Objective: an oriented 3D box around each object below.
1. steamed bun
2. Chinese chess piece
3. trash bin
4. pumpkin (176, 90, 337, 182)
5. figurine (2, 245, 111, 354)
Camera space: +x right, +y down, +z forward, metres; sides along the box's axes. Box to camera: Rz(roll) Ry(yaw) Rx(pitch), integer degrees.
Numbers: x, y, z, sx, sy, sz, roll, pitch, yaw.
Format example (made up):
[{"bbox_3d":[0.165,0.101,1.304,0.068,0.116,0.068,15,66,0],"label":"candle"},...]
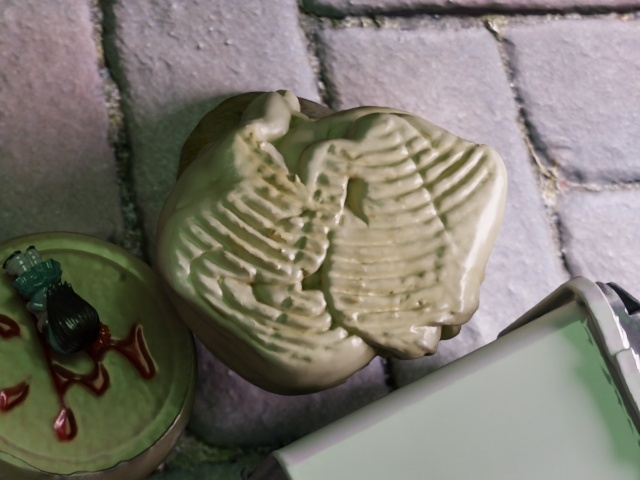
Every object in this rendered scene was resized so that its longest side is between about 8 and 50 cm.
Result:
[{"bbox_3d":[0.003,0.002,1.560,0.276,0.203,0.289,39,70,-6],"label":"steamed bun"},{"bbox_3d":[-0.233,0.114,1.544,0.249,0.103,0.250,8,63,-16],"label":"Chinese chess piece"},{"bbox_3d":[0.144,0.232,1.531,0.367,0.256,0.296,-21,80,-19],"label":"trash bin"},{"bbox_3d":[-0.024,-0.065,1.705,0.217,0.110,0.217,7,69,-18],"label":"pumpkin"},{"bbox_3d":[-0.227,0.052,1.493,0.106,0.047,0.060,52,25,16],"label":"figurine"}]
